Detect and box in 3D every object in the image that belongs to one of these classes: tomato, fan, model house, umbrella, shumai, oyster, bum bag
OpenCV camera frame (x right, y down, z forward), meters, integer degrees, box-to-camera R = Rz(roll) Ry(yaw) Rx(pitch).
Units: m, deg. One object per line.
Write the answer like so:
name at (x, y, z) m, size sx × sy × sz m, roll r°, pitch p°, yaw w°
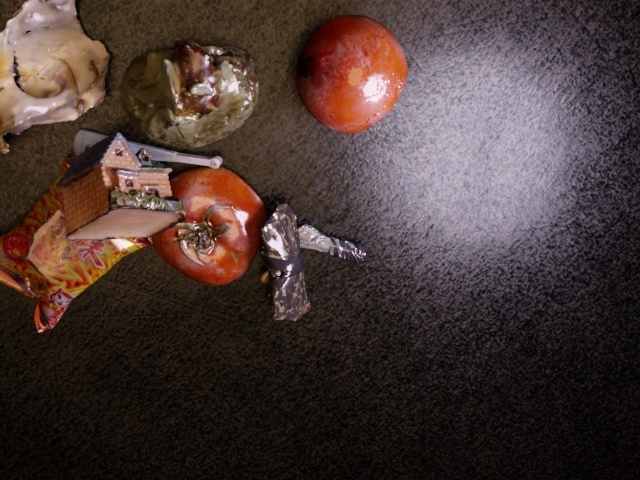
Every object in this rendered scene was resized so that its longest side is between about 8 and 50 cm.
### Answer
tomato at (0.050, -0.303, 1.628) m, size 0.184 × 0.208 × 0.208 m, roll 34°, pitch 98°, yaw -15°
fan at (-0.326, -0.161, 1.702) m, size 0.282 × 0.023 × 0.057 m, roll 10°, pitch 103°, yaw 0°
model house at (-0.353, -0.102, 1.610) m, size 0.166 × 0.183 × 0.172 m, roll -26°, pitch 71°, yaw 36°
umbrella at (0.000, 0.000, 1.783) m, size 0.188 × 0.046 × 0.050 m, roll 17°, pitch 98°, yaw -5°
tomato at (-0.213, -0.021, 1.727) m, size 0.236 × 0.095 × 0.237 m, roll -1°, pitch 104°, yaw -5°
shumai at (-0.230, -0.258, 1.610) m, size 0.256 × 0.218 × 0.189 m, roll -11°, pitch 99°, yaw -7°
oyster at (-0.512, -0.293, 1.626) m, size 0.271 × 0.100 × 0.275 m, roll -8°, pitch 92°, yaw -7°
bum bag at (-0.070, 0.049, 1.727) m, size 0.069 × 0.102 × 0.248 m, roll -3°, pitch 112°, yaw 21°

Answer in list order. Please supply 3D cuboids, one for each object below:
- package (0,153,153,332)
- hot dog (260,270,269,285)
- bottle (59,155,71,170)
package at (-0.488, 0.006, 1.696) m, size 0.288 × 0.108 × 0.223 m, roll -42°, pitch 112°, yaw -6°
hot dog at (-0.083, 0.084, 1.796) m, size 0.090 × 0.034 × 0.030 m, roll 31°, pitch 94°, yaw -30°
bottle at (-0.450, -0.126, 1.707) m, size 0.083 × 0.030 × 0.030 m, roll 32°, pitch 98°, yaw -13°
